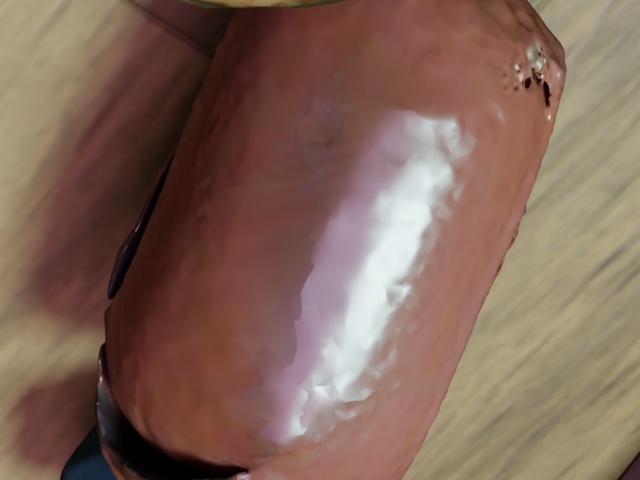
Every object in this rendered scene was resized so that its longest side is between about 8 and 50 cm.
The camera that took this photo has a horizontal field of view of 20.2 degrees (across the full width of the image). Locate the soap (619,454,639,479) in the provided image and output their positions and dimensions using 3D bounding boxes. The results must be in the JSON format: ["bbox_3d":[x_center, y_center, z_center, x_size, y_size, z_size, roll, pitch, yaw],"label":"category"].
[{"bbox_3d":[0.257,0.174,0.996,0.203,0.065,0.122,19,122,-22],"label":"soap"}]

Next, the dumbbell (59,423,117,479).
[{"bbox_3d":[-0.061,0.224,0.940,0.160,0.144,0.325,-1,128,-10],"label":"dumbbell"}]

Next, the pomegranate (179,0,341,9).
[{"bbox_3d":[-0.018,-0.223,0.520,0.322,0.322,0.322,-4,128,-5],"label":"pomegranate"}]

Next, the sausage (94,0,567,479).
[{"bbox_3d":[0.000,0.000,0.756,0.152,0.152,0.280,18,106,-21],"label":"sausage"}]
